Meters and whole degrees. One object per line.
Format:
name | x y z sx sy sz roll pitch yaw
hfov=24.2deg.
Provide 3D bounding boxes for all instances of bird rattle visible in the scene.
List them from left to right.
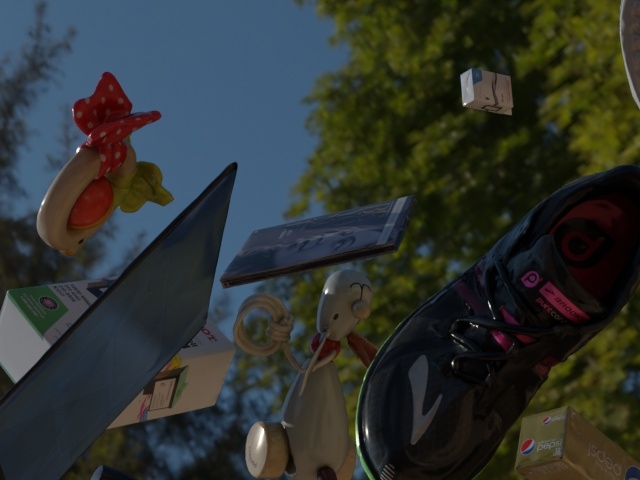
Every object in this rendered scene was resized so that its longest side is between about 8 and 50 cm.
bird rattle | -0.275 -0.075 1.885 0.207 0.143 0.253 -54 -4 -14

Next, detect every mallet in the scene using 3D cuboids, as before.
mallet | -0.257 0.284 1.639 0.062 0.039 0.190 34 -33 -25

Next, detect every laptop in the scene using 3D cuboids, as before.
laptop | -0.138 0.218 1.096 0.236 0.407 0.382 -12 -18 -12

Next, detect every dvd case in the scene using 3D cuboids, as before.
dvd case | 0.000 0.000 1.822 0.221 0.164 0.018 -12 -72 17

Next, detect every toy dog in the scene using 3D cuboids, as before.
toy dog | 0.011 0.225 2.098 0.220 0.161 0.333 -14 -63 -23

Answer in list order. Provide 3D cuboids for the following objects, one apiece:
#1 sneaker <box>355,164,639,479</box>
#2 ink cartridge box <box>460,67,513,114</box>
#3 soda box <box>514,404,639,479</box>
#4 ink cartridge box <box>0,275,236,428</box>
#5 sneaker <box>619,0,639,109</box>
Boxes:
sneaker | 0.208 0.084 1.650 0.483 0.185 0.202 -50 -7 -16
ink cartridge box | 0.234 -0.203 2.044 0.083 0.048 0.028 7 -20 -30
soda box | 0.270 0.235 1.470 0.058 0.061 0.181 -21 -48 39
ink cartridge box | -0.292 0.155 2.122 0.278 0.201 0.117 -7 -49 -43
sneaker | 0.295 -0.229 1.184 0.126 0.321 0.127 -5 -1 16
